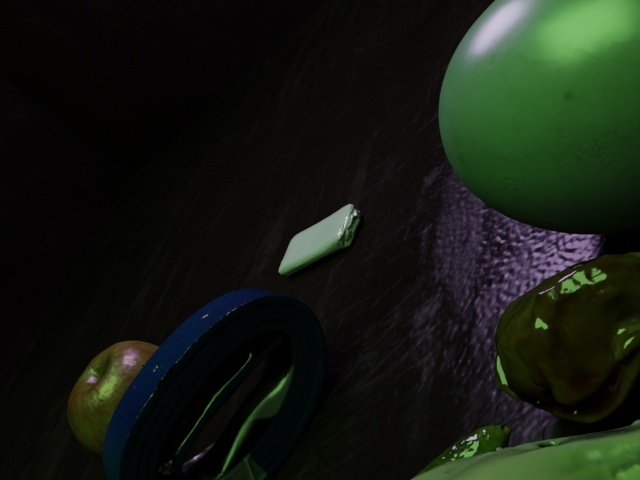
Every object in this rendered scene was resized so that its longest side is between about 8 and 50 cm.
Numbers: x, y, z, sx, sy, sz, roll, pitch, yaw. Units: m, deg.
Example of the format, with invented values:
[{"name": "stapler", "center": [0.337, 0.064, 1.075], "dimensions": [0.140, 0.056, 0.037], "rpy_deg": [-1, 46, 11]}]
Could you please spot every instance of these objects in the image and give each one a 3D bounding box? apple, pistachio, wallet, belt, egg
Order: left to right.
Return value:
[{"name": "apple", "center": [-0.323, 0.282, 1.427], "dimensions": [0.211, 0.188, 0.211], "rpy_deg": [-37, 27, 23]}, {"name": "belt", "center": [-0.137, 0.223, 1.120], "dimensions": [0.347, 0.212, 0.117], "rpy_deg": [-52, 22, -15]}, {"name": "wallet", "center": [0.000, 0.000, 1.458], "dimensions": [0.190, 0.033, 0.095], "rpy_deg": [-30, 30, 43]}, {"name": "pistachio", "center": [0.228, 0.084, 0.739], "dimensions": [0.210, 0.130, 0.165], "rpy_deg": [-39, 25, 48]}, {"name": "egg", "center": [0.281, -0.145, 0.800], "dimensions": [0.389, 0.276, 0.276], "rpy_deg": [-13, 42, 52]}]

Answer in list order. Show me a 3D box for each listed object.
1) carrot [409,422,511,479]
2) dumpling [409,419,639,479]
[{"name": "carrot", "center": [0.053, 0.304, 0.804], "dimensions": [0.358, 0.074, 0.074], "rpy_deg": [-47, 21, 5]}, {"name": "dumpling", "center": [0.099, 0.275, 0.566], "dimensions": [0.395, 0.233, 0.315], "rpy_deg": [-50, -12, -19]}]
